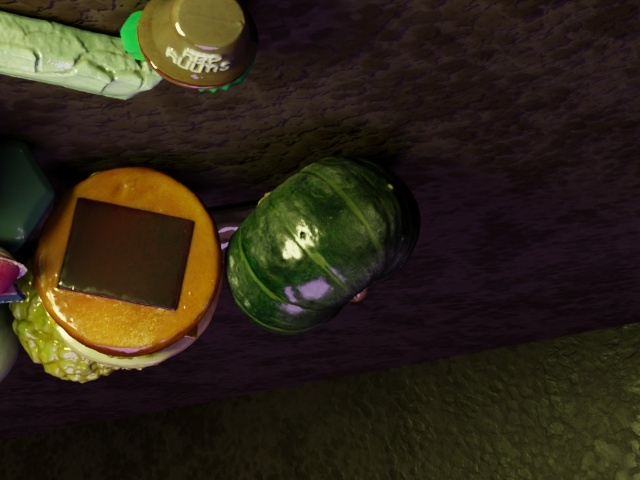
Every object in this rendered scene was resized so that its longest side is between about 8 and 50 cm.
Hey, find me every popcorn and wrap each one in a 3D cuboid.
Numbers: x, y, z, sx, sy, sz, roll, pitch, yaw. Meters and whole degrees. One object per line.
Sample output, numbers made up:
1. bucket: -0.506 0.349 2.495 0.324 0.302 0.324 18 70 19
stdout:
1. popcorn: -0.397 0.108 1.956 0.259 0.259 0.212 11 142 -45

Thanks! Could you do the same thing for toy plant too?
1. toy plant: -0.131 -0.202 1.189 0.143 0.105 0.200 7 172 -13

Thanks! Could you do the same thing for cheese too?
1. cheese: -0.438 0.046 1.468 0.155 0.062 0.244 -4 164 2

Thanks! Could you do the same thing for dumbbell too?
1. dumbbell: -0.480 -0.024 1.578 0.160 0.144 0.325 5 159 -30

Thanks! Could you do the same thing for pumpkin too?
1. pumpkin: 0.000 0.000 1.669 0.300 0.207 0.300 -38 168 -10

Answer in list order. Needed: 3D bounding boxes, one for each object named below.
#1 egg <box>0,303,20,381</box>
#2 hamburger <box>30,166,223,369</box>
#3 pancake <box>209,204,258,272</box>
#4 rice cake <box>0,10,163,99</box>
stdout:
1. egg: -0.665 0.159 1.922 0.258 0.258 0.352 -21 164 41
2. hamburger: -0.274 0.045 1.660 0.291 0.291 0.225 -3 172 -10
3. pancake: -0.122 0.000 1.953 0.295 0.049 0.294 -6 162 -2
4. rice cake: -0.317 -0.198 1.199 0.336 0.063 0.066 4 169 -35
